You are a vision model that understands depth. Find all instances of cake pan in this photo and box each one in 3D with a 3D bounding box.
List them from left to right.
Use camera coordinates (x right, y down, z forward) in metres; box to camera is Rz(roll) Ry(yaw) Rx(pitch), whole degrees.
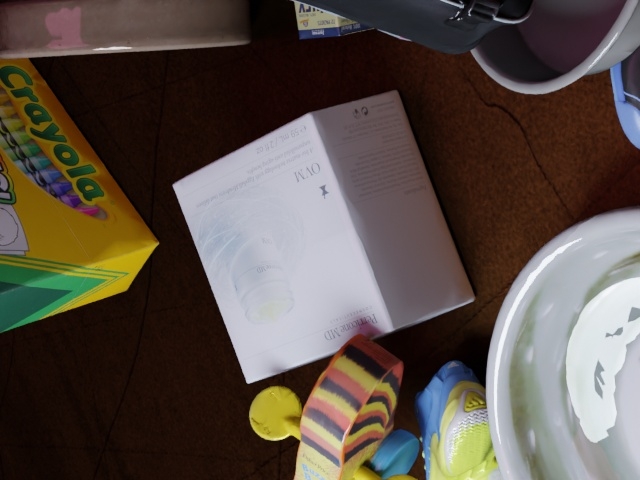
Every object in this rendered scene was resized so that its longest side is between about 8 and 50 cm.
[{"bbox_3d":[0.207,-0.266,1.436,0.293,0.054,0.293,-8,81,60],"label":"cake pan"}]

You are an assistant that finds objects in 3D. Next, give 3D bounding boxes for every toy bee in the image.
[{"bbox_3d":[0.022,0.235,1.665,0.195,0.162,0.298,18,142,42],"label":"toy bee"}]

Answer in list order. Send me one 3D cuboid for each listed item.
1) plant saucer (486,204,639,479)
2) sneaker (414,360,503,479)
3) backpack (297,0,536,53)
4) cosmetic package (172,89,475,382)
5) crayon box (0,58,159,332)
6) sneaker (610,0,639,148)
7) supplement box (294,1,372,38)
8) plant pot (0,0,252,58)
[{"bbox_3d":[0.327,0.158,1.480,0.400,0.100,0.400,14,111,41],"label":"plant saucer"},{"bbox_3d":[0.140,0.219,1.707,0.126,0.091,0.240,-108,19,-50],"label":"sneaker"},{"bbox_3d":[0.070,-0.294,1.404,0.191,0.225,0.253,-13,64,63],"label":"backpack"},{"bbox_3d":[0.000,0.000,1.722,0.224,0.138,0.225,-24,87,45],"label":"cosmetic package"},{"bbox_3d":[-0.414,-0.069,1.972,0.363,0.313,0.106,53,135,18],"label":"crayon box"},{"bbox_3d":[0.298,-0.184,1.418,0.090,0.081,0.232,14,111,48],"label":"sneaker"},{"bbox_3d":[0.021,-0.242,1.665,0.056,0.083,0.083,2,105,45],"label":"supplement box"},{"bbox_3d":[-0.209,-0.303,1.749,0.263,0.263,0.229,2,99,44],"label":"plant pot"}]
